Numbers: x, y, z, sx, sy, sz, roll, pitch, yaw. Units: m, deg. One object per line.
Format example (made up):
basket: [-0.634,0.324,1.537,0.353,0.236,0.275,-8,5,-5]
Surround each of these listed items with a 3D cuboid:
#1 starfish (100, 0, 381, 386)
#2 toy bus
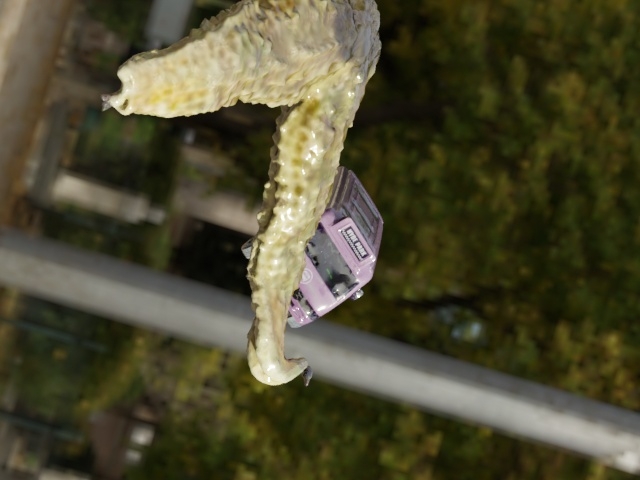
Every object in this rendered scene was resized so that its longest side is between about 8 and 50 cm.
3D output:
starfish: [-0.023,-0.138,1.323,0.324,0.082,0.432,46,59,-64]
toy bus: [0.000,0.000,1.590,0.098,0.087,0.178,-29,-169,13]
